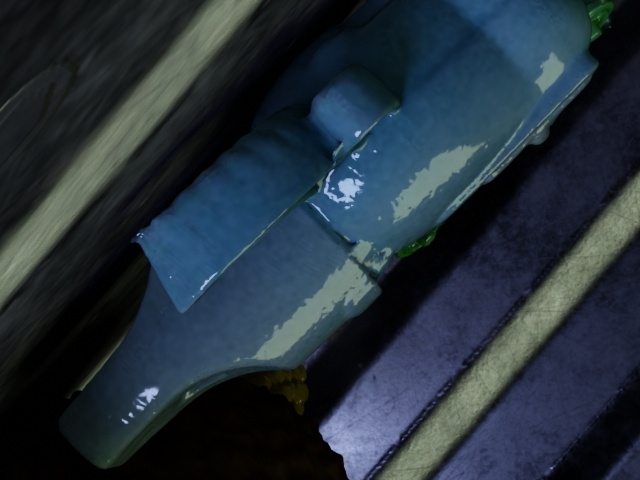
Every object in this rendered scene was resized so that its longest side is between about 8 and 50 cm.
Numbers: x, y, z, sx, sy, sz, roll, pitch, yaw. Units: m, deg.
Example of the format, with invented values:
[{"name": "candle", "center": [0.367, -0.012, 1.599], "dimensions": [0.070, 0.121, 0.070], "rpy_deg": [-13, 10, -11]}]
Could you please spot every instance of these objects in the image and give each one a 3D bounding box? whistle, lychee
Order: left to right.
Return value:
[{"name": "lychee", "center": [-0.065, 0.152, 0.750], "dimensions": [0.238, 0.200, 0.200], "rpy_deg": [-12, 147, -53]}, {"name": "whistle", "center": [0.005, -0.021, 0.655], "dimensions": [0.274, 0.093, 0.186], "rpy_deg": [-46, 177, -3]}]

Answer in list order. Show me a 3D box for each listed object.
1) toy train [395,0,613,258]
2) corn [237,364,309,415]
[{"name": "toy train", "center": [0.065, -0.078, 0.984], "dimensions": [0.119, 0.085, 0.251], "rpy_deg": [-18, 148, -55]}, {"name": "corn", "center": [-0.082, 0.162, 1.488], "dimensions": [0.120, 0.120, 0.363], "rpy_deg": [-50, -179, 12]}]
